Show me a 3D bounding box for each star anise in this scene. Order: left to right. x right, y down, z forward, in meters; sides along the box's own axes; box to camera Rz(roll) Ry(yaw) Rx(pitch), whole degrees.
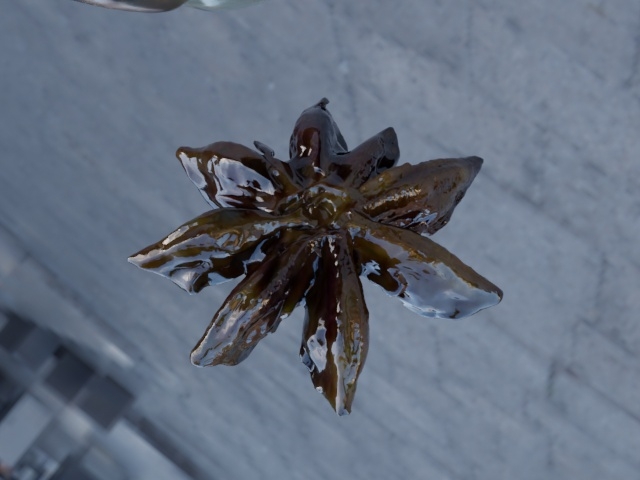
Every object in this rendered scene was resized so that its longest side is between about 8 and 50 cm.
[{"bbox_3d":[0.000,-0.001,0.704,0.168,0.168,0.057,30,151,28],"label":"star anise"}]

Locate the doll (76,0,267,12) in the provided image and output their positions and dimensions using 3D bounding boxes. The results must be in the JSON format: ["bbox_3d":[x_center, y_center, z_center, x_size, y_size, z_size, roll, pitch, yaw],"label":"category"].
[{"bbox_3d":[-0.124,-0.181,0.579,0.226,0.370,0.215,-6,96,65],"label":"doll"}]
